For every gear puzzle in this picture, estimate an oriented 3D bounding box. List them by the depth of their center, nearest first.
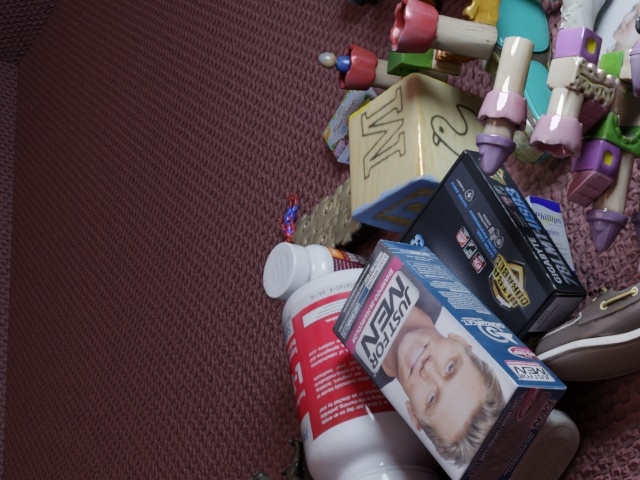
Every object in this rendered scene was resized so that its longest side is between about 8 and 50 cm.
[{"bbox_3d":[0.000,0.000,2.211,0.339,0.044,0.175,-38,33,44],"label":"gear puzzle"}]

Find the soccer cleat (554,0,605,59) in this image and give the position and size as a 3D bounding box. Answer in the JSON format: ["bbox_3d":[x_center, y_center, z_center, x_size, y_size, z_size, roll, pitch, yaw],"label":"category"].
[{"bbox_3d":[0.387,-0.335,1.693,0.068,0.076,0.196,33,106,57],"label":"soccer cleat"}]

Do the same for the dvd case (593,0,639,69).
[{"bbox_3d":[0.481,-0.377,1.659,0.253,0.022,0.180,-46,42,37],"label":"dvd case"}]

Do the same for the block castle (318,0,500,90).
[{"bbox_3d":[0.143,-0.424,1.888,0.453,0.213,0.303,174,105,-79],"label":"block castle"}]

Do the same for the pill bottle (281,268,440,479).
[{"bbox_3d":[0.075,0.267,1.818,0.229,0.229,0.407,-47,41,37],"label":"pill bottle"}]

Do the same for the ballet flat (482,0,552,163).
[{"bbox_3d":[0.314,-0.270,1.797,0.123,0.123,0.348,-42,45,41],"label":"ballet flat"}]

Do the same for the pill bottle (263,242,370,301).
[{"bbox_3d":[0.017,0.075,1.995,0.121,0.221,0.121,-29,54,49],"label":"pill bottle"}]

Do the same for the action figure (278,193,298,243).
[{"bbox_3d":[-0.067,-0.040,2.356,0.038,0.030,0.115,-18,64,48],"label":"action figure"}]

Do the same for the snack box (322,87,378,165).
[{"bbox_3d":[0.065,-0.235,2.224,0.141,0.037,0.100,-57,35,26],"label":"snack box"}]

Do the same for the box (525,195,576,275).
[{"bbox_3d":[0.309,0.021,1.697,0.126,0.072,0.137,-33,57,47],"label":"box"}]

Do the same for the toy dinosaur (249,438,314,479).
[{"bbox_3d":[-0.039,0.466,2.049,0.313,0.121,0.160,-47,53,30],"label":"toy dinosaur"}]

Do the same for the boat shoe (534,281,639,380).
[{"bbox_3d":[0.414,0.105,1.478,0.324,0.116,0.096,-28,49,44],"label":"boat shoe"}]

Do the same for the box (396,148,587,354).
[{"bbox_3d":[0.226,0.068,1.683,0.293,0.073,0.295,-55,45,34],"label":"box"}]

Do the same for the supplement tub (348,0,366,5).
[{"bbox_3d":[0.104,-0.573,2.246,0.198,0.106,0.106,-61,35,22],"label":"supplement tub"}]

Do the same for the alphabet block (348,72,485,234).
[{"bbox_3d":[0.173,-0.134,1.877,0.193,0.192,0.197,-28,55,47],"label":"alphabet block"}]

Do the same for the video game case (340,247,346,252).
[{"bbox_3d":[0.012,0.114,2.177,0.143,0.019,0.157,-41,45,42],"label":"video game case"}]

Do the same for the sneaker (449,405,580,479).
[{"bbox_3d":[0.232,0.363,1.641,0.350,0.131,0.148,-55,37,12],"label":"sneaker"}]

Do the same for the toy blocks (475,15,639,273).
[{"bbox_3d":[0.388,-0.111,1.450,0.309,0.289,0.260,2,75,54],"label":"toy blocks"}]

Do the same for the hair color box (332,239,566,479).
[{"bbox_3d":[0.170,0.165,1.589,0.347,0.105,0.174,48,119,44],"label":"hair color box"}]
